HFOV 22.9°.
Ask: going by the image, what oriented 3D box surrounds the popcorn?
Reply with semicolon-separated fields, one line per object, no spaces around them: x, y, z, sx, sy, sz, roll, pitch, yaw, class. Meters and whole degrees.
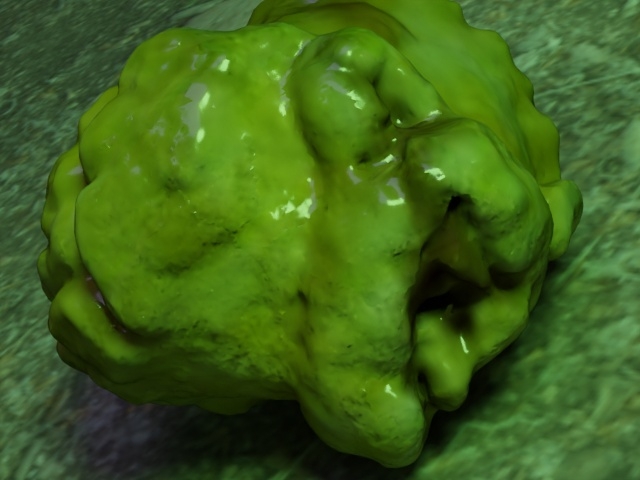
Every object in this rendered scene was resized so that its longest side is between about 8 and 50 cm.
0.000;0.000;0.651;0.200;0.226;0.203;-49;61;31;popcorn
